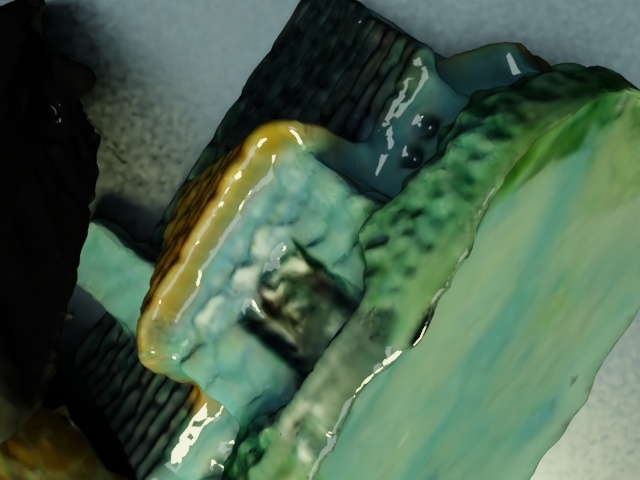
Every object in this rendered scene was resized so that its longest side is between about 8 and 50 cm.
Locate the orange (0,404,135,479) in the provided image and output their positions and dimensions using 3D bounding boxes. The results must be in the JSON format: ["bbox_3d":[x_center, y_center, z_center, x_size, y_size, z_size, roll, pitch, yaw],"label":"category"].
[{"bbox_3d":[-0.195,0.218,0.840,0.329,0.249,0.329,0,98,-1],"label":"orange"}]

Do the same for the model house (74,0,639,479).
[{"bbox_3d":[0.000,0.000,0.829,0.241,0.226,0.261,38,98,29],"label":"model house"}]

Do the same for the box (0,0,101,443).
[{"bbox_3d":[-0.265,0.033,0.779,0.350,0.359,0.091,-21,114,9],"label":"box"}]
